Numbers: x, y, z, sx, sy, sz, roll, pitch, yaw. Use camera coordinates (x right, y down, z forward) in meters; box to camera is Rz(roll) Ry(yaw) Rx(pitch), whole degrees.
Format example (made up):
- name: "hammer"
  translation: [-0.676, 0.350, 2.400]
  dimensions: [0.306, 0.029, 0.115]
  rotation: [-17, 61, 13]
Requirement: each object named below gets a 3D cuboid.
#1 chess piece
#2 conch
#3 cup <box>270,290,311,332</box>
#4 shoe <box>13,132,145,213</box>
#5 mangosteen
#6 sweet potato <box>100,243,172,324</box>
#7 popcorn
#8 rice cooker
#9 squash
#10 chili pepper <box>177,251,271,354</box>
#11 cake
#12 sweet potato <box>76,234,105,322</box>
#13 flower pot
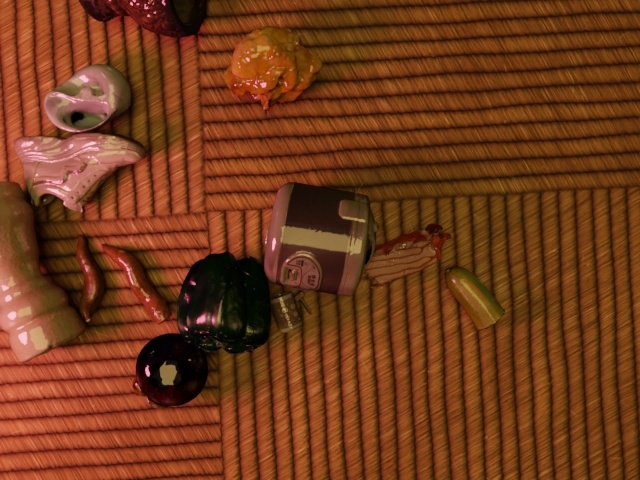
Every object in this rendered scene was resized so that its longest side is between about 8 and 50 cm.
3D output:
- name: "chess piece"
  translation: [-0.799, 0.087, 1.305]
  dimensions: [0.234, 0.234, 0.442]
  rotation: [-25, 95, 0]
- name: "conch"
  translation: [-0.611, -0.369, 1.339]
  dimensions: [0.221, 0.121, 0.185]
  rotation: [-30, 60, -7]
- name: "cup"
  translation: [-0.088, 0.196, 1.402]
  dimensions: [0.074, 0.102, 0.099]
  rotation: [-17, 93, 38]
- name: "shoe"
  translation: [-0.638, -0.179, 1.356]
  dimensions: [0.342, 0.132, 0.211]
  rotation: [-3, 97, 1]
- name: "mangosteen"
  translation: [-0.411, 0.359, 1.345]
  dimensions: [0.194, 0.194, 0.230]
  rotation: [45, 115, -1]
- name: "sweet potato"
  translation: [-0.507, 0.106, 1.390]
  dimensions: [0.059, 0.067, 0.281]
  rotation: [-32, 85, -37]
- name: "popcorn"
  translation: [-0.133, -0.462, 1.325]
  dimensions: [0.253, 0.190, 0.191]
  rotation: [-25, 84, 3]
- name: "rice cooker"
  translation: [0.002, 0.002, 1.294]
  dimensions: [0.277, 0.288, 0.288]
  rotation: [11, 91, -2]
- name: "squash"
  translation: [0.419, 0.146, 1.391]
  dimensions: [0.095, 0.095, 0.188]
  rotation: [-37, 91, 0]
- name: "chili pepper"
  translation: [-0.244, 0.161, 1.305]
  dimensions: [0.233, 0.248, 0.257]
  rotation: [15, 69, -36]
- name: "cake"
  translation: [0.227, 0.043, 1.381]
  dimensions: [0.287, 0.135, 0.098]
  rotation: [-28, 105, 8]
- name: "sweet potato"
  translation: [-0.637, 0.104, 1.391]
  dimensions: [0.069, 0.059, 0.250]
  rotation: [0, 76, -38]
- name: "flower pot"
  translation: [-0.464, -0.667, 1.291]
  dimensions: [0.267, 0.266, 0.267]
  rotation: [6, 91, 10]
